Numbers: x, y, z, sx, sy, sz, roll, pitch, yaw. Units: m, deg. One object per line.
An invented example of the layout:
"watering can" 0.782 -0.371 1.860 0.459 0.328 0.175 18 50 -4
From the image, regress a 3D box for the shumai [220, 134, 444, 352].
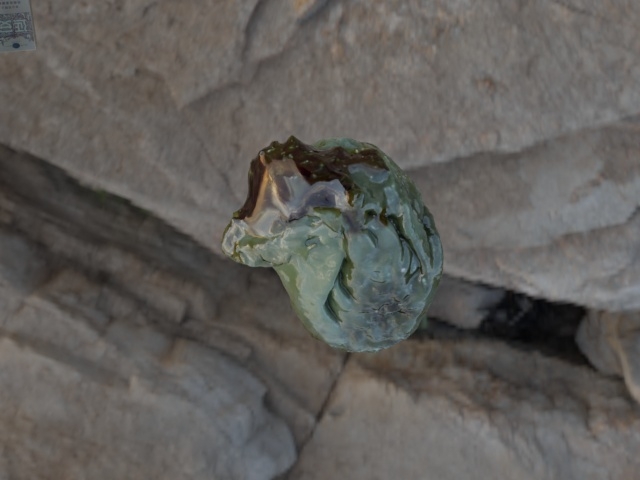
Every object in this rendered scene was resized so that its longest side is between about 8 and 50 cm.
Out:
"shumai" 0.000 0.006 1.017 0.141 0.184 0.184 -5 131 -32

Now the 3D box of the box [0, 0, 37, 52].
"box" -0.414 -0.297 1.731 0.053 0.024 0.083 -6 113 -4
